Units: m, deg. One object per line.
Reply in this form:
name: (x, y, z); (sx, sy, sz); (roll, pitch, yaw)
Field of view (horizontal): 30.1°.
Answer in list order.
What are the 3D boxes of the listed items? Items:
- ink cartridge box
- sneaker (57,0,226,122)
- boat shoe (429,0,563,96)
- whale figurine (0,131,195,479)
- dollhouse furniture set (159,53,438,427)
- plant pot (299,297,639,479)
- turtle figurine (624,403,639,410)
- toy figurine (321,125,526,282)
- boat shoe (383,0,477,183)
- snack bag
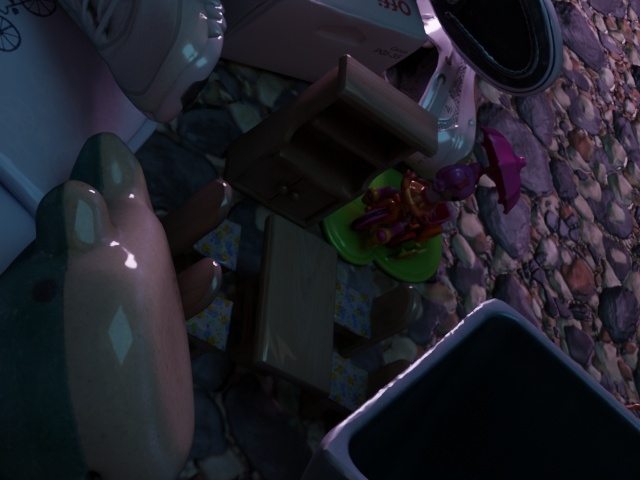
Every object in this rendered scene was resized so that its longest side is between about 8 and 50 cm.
ink cartridge box: (-0.032, -0.305, 1.163); (0.207, 0.117, 0.283); (8, 60, -45)
sneaker: (-0.162, -0.192, 0.908); (0.118, 0.110, 0.292); (22, 24, -40)
boat shoe: (0.138, -0.272, 1.158); (0.301, 0.108, 0.102); (63, 22, -5)
whale figurine: (-0.163, 0.049, 0.785); (0.272, 0.141, 0.216); (-99, 180, -45)
dollhouse furniture set: (0.000, 0.000, 0.963); (0.212, 0.161, 0.242); (30, 46, -31)
plant pot: (0.097, 0.242, 0.815); (0.247, 0.252, 0.248); (42, 37, 13)
turtle figurine: (0.231, 0.288, 0.978); (0.087, 0.217, 0.269); (1, 65, -47)
toy figurine: (0.110, -0.046, 1.114); (0.173, 0.159, 0.130); (-8, 72, -49)
boat shoe: (0.111, -0.197, 1.263); (0.096, 0.098, 0.277); (28, 49, -33)
snack bag: (-0.291, -0.111, 0.824); (0.323, 0.037, 0.342); (46, 40, -16)
